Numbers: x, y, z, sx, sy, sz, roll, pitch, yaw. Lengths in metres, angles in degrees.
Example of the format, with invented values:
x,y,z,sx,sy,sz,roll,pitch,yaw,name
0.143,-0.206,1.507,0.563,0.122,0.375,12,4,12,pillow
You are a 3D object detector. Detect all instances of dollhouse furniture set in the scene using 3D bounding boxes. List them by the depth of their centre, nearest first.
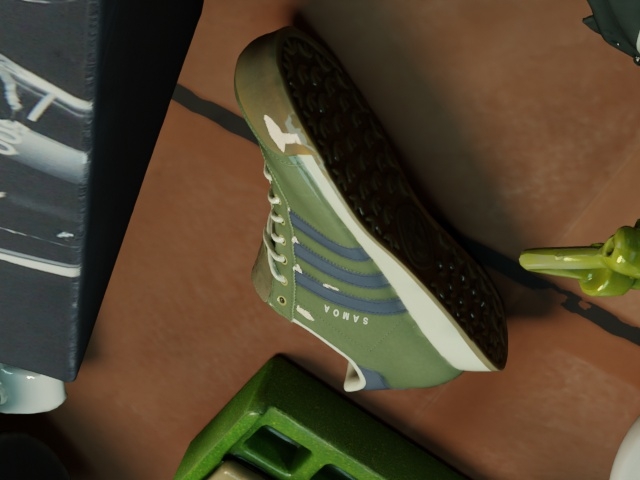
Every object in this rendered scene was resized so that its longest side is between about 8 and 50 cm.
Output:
x,y,z,sx,sy,sz,roll,pitch,yaw,name
-0.057,0.238,0.902,0.151,0.198,0.301,31,134,-12,dollhouse furniture set

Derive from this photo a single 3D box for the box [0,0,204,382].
x,y,z,sx,sy,sz,roll,pitch,yaw,name
-0.188,-0.141,0.509,0.312,0.179,0.343,15,150,-1,box

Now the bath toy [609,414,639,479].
x,y,z,sx,sy,sz,roll,pitch,yaw,name
0.292,0.114,0.718,0.348,0.151,0.129,-11,162,28,bath toy

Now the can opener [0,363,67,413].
x,y,z,sx,sy,sz,roll,pitch,yaw,name
-0.169,-0.005,0.788,0.076,0.095,0.283,10,134,10,can opener

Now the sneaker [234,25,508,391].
x,y,z,sx,sy,sz,roll,pitch,yaw,name
0.000,0.000,0.752,0.086,0.064,0.192,-20,125,28,sneaker

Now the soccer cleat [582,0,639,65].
x,y,z,sx,sy,sz,roll,pitch,yaw,name
0.144,-0.078,0.642,0.179,0.060,0.072,42,156,-24,soccer cleat

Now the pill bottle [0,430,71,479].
x,y,z,sx,sy,sz,roll,pitch,yaw,name
-0.243,0.168,0.957,0.219,0.123,0.123,-16,124,32,pill bottle

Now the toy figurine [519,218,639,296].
x,y,z,sx,sy,sz,roll,pitch,yaw,name
0.258,0.071,0.553,0.362,0.217,0.191,-18,167,41,toy figurine
